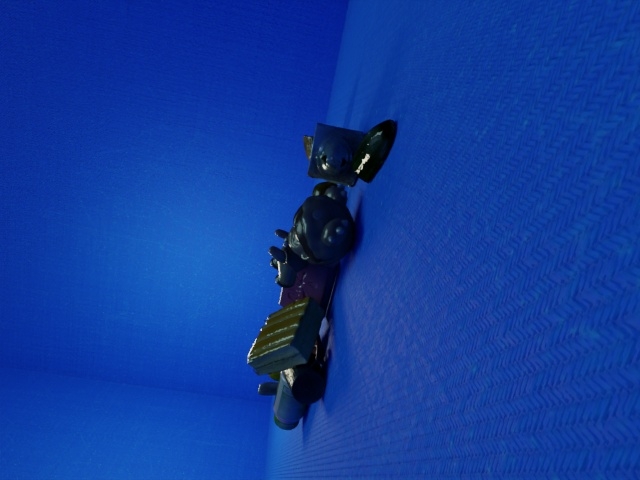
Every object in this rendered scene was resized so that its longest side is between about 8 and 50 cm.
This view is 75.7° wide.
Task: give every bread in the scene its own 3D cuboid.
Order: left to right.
[{"bbox_3d":[-0.120,0.328,1.419,0.246,0.111,0.239,-28,23,32],"label":"bread"}]

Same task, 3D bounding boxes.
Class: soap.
[{"bbox_3d":[-0.047,0.160,1.507,0.081,0.181,0.260,-32,-38,-54],"label":"soap"}]

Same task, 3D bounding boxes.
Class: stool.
[{"bbox_3d":[-0.186,0.643,1.957,0.195,0.198,0.196,116,164,-62],"label":"stool"}]

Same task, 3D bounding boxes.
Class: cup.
[{"bbox_3d":[-0.040,0.437,1.358,0.177,0.131,0.155,-61,11,0],"label":"cup"}]

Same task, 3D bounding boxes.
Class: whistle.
[{"bbox_3d":[0.046,-0.281,1.491,0.405,0.168,0.189,107,173,-79],"label":"whistle"}]

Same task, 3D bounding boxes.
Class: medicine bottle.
[{"bbox_3d":[-0.111,0.612,1.607,0.133,0.133,0.274,-91,13,-61],"label":"medicine bottle"}]

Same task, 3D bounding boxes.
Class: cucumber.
[{"bbox_3d":[0.136,-0.245,1.083,0.244,0.063,0.115,124,155,-72],"label":"cucumber"}]

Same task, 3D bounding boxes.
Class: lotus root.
[{"bbox_3d":[0.010,-0.438,2.056,0.199,0.187,0.180,-111,18,-75],"label":"lotus root"}]

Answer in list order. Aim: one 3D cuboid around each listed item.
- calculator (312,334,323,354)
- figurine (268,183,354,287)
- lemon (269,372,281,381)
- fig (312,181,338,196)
[{"bbox_3d":[-0.030,0.388,1.526,0.191,0.034,0.127,112,147,-59],"label":"calculator"},{"bbox_3d":[-0.033,0.007,1.306,0.380,0.203,0.248,-44,25,35],"label":"figurine"},{"bbox_3d":[-0.207,0.661,2.211,0.248,0.183,0.184,130,150,-76],"label":"lemon"},{"bbox_3d":[0.030,-0.129,1.716,0.124,0.124,0.237,-93,0,-66],"label":"fig"}]
